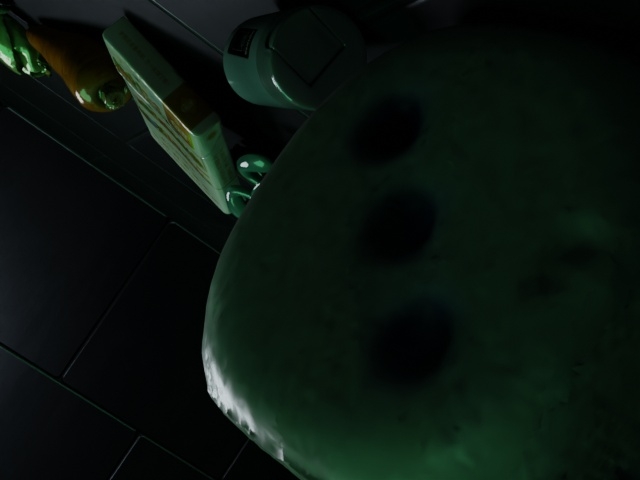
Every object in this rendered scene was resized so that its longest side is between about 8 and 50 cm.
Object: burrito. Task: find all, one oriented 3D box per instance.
[{"bbox_3d":[-0.389,-0.265,1.122,0.288,0.054,0.104,39,169,-29],"label":"burrito"}]

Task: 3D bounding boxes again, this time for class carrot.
[{"bbox_3d":[-0.240,-0.182,1.034,0.061,0.061,0.257,40,180,-40],"label":"carrot"}]

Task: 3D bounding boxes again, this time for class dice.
[{"bbox_3d":[0.082,0.040,0.442,0.192,0.193,0.194,29,170,47],"label":"dice"}]

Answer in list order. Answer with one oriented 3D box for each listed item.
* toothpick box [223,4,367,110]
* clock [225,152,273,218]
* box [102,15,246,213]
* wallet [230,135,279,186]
[{"bbox_3d":[-0.015,-0.094,0.552,0.052,0.052,0.083,37,173,-22],"label":"toothpick box"},{"bbox_3d":[0.000,-0.001,0.905,0.189,0.060,0.148,31,154,2],"label":"clock"},{"bbox_3d":[-0.121,-0.100,0.931,0.122,0.032,0.220,47,171,12],"label":"box"},{"bbox_3d":[0.017,-0.016,1.015,0.243,0.039,0.133,35,179,-11],"label":"wallet"}]
